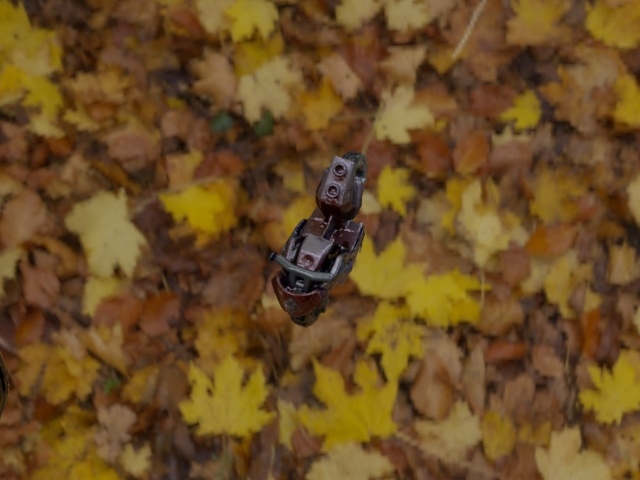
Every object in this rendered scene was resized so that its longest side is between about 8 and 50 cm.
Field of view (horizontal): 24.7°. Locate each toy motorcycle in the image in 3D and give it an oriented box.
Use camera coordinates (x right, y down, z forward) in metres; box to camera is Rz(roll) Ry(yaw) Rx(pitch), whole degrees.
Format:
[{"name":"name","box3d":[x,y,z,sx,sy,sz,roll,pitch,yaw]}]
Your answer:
[{"name":"toy motorcycle","box3d":[-0.001,0.000,1.655,0.082,0.122,0.213,20,99,13]}]

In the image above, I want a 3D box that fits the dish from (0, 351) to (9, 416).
[{"name":"dish","box3d":[-0.316,0.057,0.706,0.316,0.316,0.106,-14,58,-4]}]
